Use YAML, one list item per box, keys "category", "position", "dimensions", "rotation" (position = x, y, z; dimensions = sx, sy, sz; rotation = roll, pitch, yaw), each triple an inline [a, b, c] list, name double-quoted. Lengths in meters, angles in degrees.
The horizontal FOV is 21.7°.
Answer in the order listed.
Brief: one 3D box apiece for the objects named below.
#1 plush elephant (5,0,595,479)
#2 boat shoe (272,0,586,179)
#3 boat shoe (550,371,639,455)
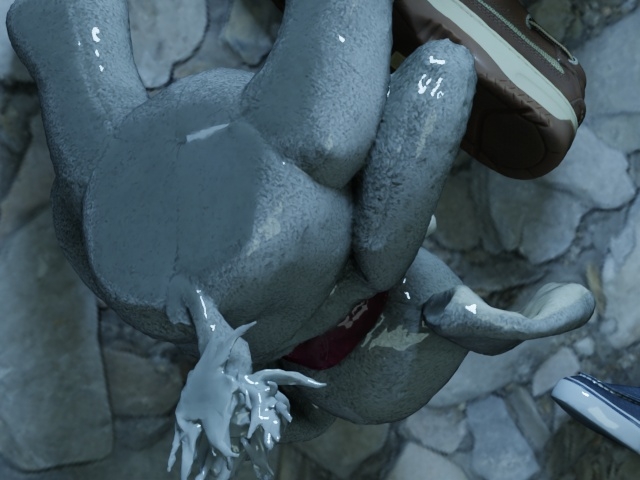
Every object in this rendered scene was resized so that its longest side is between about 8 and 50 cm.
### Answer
- category: "plush elephant"
  position: [0.000, 0.000, 0.951]
  dimensions: [0.271, 0.255, 0.330]
  rotation: [-16, 66, 26]
- category: "boat shoe"
  position: [0.058, -0.148, 1.023]
  dimensions: [0.257, 0.095, 0.095]
  rotation: [42, 51, -11]
- category: "boat shoe"
  position: [0.240, 0.111, 1.119]
  dimensions: [0.183, 0.065, 0.083]
  rotation: [29, 88, -24]
